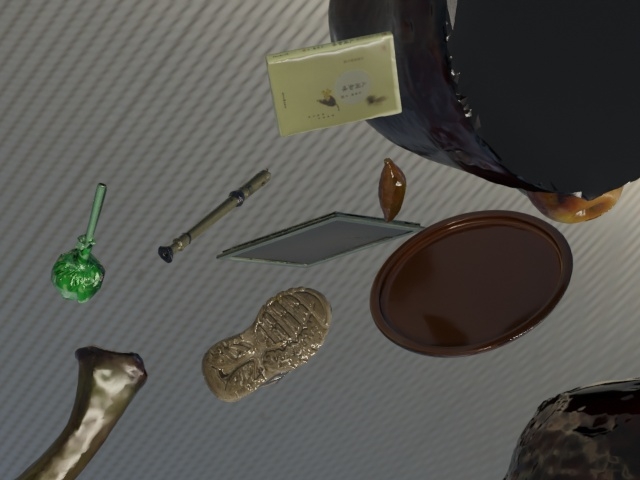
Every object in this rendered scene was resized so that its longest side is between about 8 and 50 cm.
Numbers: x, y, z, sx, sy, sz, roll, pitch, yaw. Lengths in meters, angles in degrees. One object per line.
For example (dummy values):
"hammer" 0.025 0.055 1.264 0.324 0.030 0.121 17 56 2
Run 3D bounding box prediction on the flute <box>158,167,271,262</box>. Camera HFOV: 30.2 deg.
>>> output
"flute" -0.143 -0.038 1.660 0.233 0.027 0.027 -42 142 -41

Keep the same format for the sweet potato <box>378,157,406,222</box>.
"sweet potato" 0.085 -0.059 1.410 0.034 0.034 0.095 -17 134 -17

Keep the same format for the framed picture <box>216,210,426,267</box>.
"framed picture" 0.000 0.000 2.026 0.293 0.018 0.231 -18 163 41

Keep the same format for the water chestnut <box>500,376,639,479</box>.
"water chestnut" 0.313 0.251 0.957 0.350 0.302 0.350 -11 166 -3

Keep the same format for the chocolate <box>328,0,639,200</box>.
"chocolate" 0.190 -0.240 1.228 0.383 0.331 0.384 -6 105 -24

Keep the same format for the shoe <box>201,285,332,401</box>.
"shoe" -0.054 0.130 1.450 0.180 0.089 0.092 -37 167 8

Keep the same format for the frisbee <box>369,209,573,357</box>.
"frisbee" 0.179 0.049 1.424 0.251 0.251 0.021 -30 126 -6

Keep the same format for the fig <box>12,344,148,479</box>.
"fig" -0.192 0.153 0.459 0.321 0.217 0.217 -37 132 -10

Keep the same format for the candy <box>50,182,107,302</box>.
"candy" -0.394 -0.003 2.002 0.097 0.097 0.323 -6 148 -25

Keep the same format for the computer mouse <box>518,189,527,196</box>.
"computer mouse" 0.338 -0.137 2.108 0.068 0.113 0.229 -32 123 20

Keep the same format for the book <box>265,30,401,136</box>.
"book" 0.012 -0.133 1.020 0.111 0.014 0.077 -12 126 -4

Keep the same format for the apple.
"apple" 0.363 -0.088 1.702 0.146 0.146 0.146 -14 128 -19
